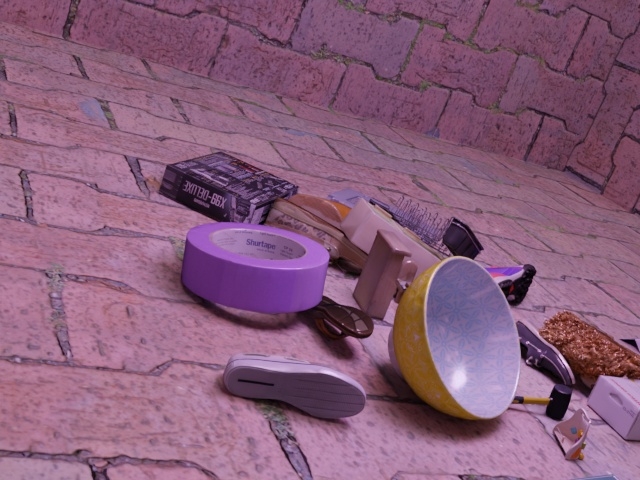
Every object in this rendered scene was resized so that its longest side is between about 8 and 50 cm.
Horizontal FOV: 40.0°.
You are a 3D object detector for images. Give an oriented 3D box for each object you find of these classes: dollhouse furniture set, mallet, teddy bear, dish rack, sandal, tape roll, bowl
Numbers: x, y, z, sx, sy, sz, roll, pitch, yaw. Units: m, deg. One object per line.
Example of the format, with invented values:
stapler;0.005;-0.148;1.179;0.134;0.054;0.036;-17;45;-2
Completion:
dollhouse furniture set;0.216;0.092;1.877;0.242;0.161;0.212;13;19;-22
mallet;0.388;0.292;1.652;0.189;0.062;0.039;13;19;-21
teddy bear;0.598;0.250;1.959;0.245;0.113;0.338;26;8;-17
dish rack;0.250;-0.036;2.139;0.271;0.074;0.208;30;-6;28
sandal;0.020;0.153;1.672;0.090;0.060;0.219;-2;13;-41
tape roll;-0.125;0.047;1.683;0.275;0.090;0.275;9;15;-3
bowl;0.216;0.185;1.572;0.156;0.289;0.289;-21;-14;40

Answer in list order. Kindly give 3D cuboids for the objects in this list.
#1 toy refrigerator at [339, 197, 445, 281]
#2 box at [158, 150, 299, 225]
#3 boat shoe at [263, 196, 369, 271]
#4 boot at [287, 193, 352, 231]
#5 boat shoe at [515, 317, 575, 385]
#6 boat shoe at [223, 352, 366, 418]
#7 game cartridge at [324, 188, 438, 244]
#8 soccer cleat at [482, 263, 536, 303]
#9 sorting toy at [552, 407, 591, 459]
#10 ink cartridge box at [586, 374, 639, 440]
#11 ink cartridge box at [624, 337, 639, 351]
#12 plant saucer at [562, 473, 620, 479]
toy refrigerator;0.182;0.016;2.035;0.269;0.094;0.102;34;12;-25
box;-0.217;-0.127;2.170;0.242;0.076;0.307;24;18;12
boat shoe;0.000;0.000;2.056;0.285;0.089;0.104;31;3;20
boot;0.049;-0.048;2.225;0.295;0.104;0.211;24;13;-6
boat shoe;0.469;0.251;1.897;0.065;0.075;0.206;-29;40;-7
boat shoe;-0.038;0.214;1.380;0.226;0.083;0.076;17;20;-10
game cartridge;0.169;-0.057;2.428;0.297;0.062;0.198;27;15;18
soccer cleat;0.441;0.101;2.196;0.116;0.109;0.318;26;21;29
sorting toy;0.458;0.341;1.567;0.045;0.075;0.083;18;19;-9
ink cartridge box;0.649;0.341;1.777;0.175;0.072;0.127;10;21;-28
ink cartridge box;0.914;0.264;2.256;0.206;0.045;0.208;4;-10;-39
plant saucer;0.445;0.413;1.443;0.192;0.018;0.067;7;23;-38
